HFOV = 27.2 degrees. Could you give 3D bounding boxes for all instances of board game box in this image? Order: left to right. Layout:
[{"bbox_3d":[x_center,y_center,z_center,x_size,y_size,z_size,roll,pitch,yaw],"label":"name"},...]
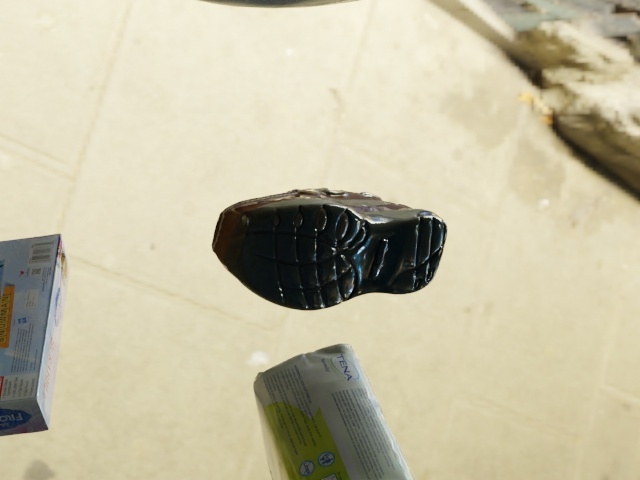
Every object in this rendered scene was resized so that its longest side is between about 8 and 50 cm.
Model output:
[{"bbox_3d":[-0.502,0.131,1.731,0.318,0.318,0.066,-94,177,-50],"label":"board game box"}]

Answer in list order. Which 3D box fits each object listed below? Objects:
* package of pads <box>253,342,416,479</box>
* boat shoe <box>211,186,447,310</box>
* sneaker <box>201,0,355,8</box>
[{"bbox_3d":[0.032,0.256,1.111,0.101,0.229,0.296,-17,137,-9],"label":"package of pads"},{"bbox_3d":[0.000,0.000,1.428,0.324,0.120,0.122,5,109,-49],"label":"boat shoe"},{"bbox_3d":[0.017,-0.104,0.381,0.090,0.095,0.235,50,42,4],"label":"sneaker"}]
